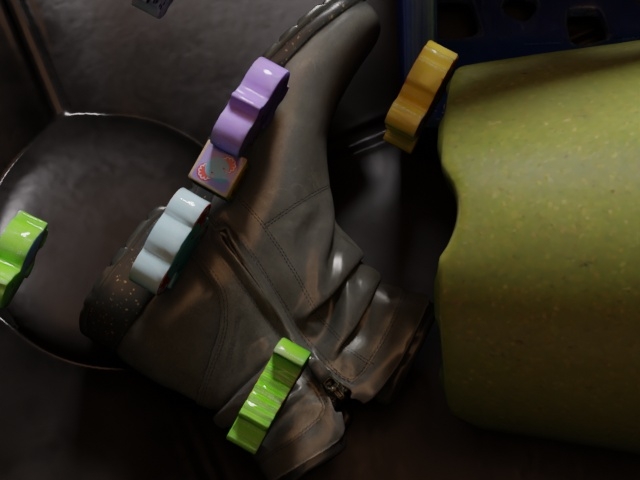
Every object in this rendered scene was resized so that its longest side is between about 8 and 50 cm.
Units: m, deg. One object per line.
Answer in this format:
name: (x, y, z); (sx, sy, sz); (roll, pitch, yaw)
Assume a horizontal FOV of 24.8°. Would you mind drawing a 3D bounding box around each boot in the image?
boot: (0.000, 0.000, 0.784); (0.161, 0.083, 0.246); (34, 83, 4)

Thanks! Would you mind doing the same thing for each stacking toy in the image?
stacking toy: (-0.054, -0.030, 0.720); (0.167, 0.052, 0.221); (27, 85, 6)

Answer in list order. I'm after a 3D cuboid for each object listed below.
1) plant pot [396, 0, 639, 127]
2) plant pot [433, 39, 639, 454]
plant pot: (0.146, -0.213, 0.762); (0.236, 0.236, 0.212); (-5, 59, -2)
plant pot: (0.189, 0.003, 0.702); (0.254, 0.276, 0.276); (1, 73, 11)
